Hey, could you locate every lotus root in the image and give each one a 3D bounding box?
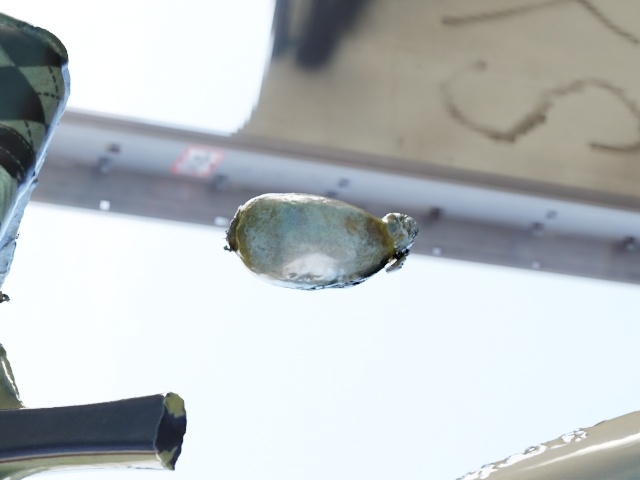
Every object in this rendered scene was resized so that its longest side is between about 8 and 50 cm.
[{"bbox_3d":[0.000,0.002,1.431,0.088,0.165,0.088,-175,-90,-85],"label":"lotus root"}]

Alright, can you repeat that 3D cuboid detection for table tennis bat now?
[{"bbox_3d":[-0.109,0.059,0.468,0.158,0.014,0.095,-7,-131,23],"label":"table tennis bat"}]

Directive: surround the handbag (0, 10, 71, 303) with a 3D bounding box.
[{"bbox_3d":[-0.301,0.093,0.966,0.317,0.180,0.416,122,-11,-52],"label":"handbag"}]

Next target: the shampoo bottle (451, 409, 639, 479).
[{"bbox_3d":[0.130,0.126,0.790,0.127,0.257,0.078,69,-1,-67],"label":"shampoo bottle"}]
